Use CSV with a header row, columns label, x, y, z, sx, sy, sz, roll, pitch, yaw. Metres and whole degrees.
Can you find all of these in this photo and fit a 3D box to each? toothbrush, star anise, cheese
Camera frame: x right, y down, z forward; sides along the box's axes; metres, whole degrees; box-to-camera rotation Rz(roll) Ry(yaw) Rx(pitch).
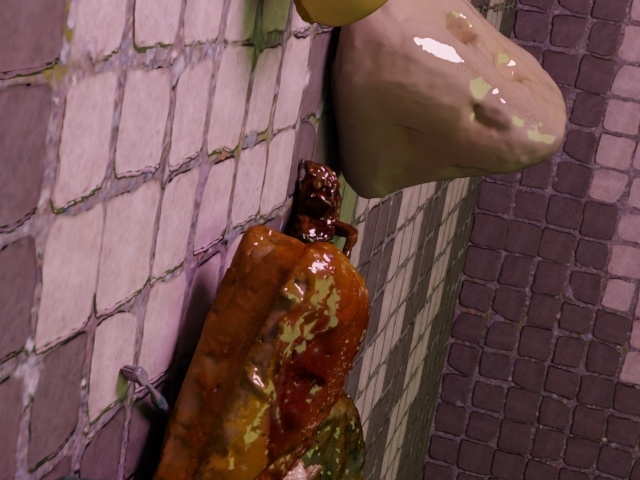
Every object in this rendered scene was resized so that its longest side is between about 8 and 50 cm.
label,x,y,z,sx,sy,sz,roll,pitch,yaw
toothbrush,-0.124,0.122,0.898,0.167,0.014,0.011,78,30,-66
star anise,0.000,0.000,1.161,0.097,0.070,0.191,105,-5,-45
cheese,0.125,-0.174,1.246,0.248,0.251,0.174,67,35,-44

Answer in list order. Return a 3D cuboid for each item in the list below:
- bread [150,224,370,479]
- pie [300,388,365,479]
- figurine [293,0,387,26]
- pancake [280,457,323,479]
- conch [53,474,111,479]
label,x,y,z,sx,sy,sz,roll,pitch,yaw
bread,-0.067,0.181,0.946,0.185,0.109,0.380,53,58,-76
pie,-0.018,0.275,1.228,0.277,0.078,0.277,-4,90,-64
figurine,0.007,-0.242,0.886,0.246,0.131,0.156,7,99,-63
pancake,-0.065,0.267,0.809,0.257,0.056,0.212,-57,169,3
conch,-0.123,0.233,0.627,0.220,0.277,0.195,-122,-169,-51
